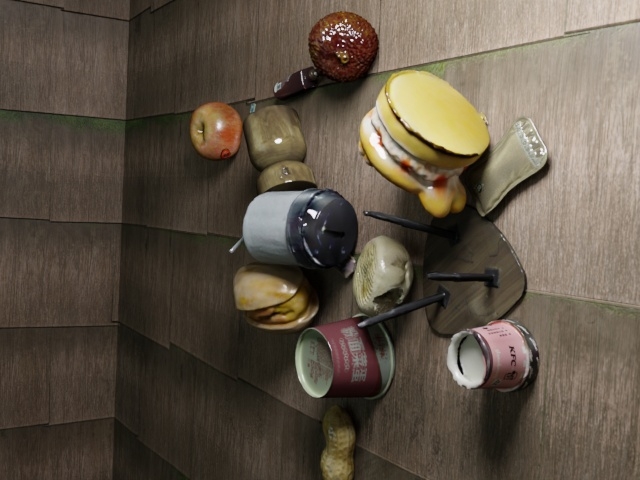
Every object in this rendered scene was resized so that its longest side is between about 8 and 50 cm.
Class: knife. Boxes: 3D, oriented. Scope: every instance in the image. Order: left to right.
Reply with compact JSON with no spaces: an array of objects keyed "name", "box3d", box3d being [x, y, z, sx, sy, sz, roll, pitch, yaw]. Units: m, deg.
[{"name":"knife","box3d":[-0.005,0.000,2.070,0.365,0.043,0.089,43,126,47]}]

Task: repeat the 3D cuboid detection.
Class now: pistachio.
[{"name":"pistachio","box3d":[-0.140,0.161,2.126,0.309,0.230,0.230,7,95,52]}]

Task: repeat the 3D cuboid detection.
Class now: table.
[{"name":"table","box3d":[0.221,0.051,1.545,0.317,0.249,0.317,-2,88,56]}]

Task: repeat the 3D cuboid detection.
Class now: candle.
[{"name":"candle","box3d":[-0.079,-0.035,1.972,0.342,0.221,0.221,4,93,42]}]

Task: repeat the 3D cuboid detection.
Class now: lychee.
[{"name":"lychee","box3d":[0.061,-0.509,1.869,0.194,0.194,0.194,-2,87,56]}]

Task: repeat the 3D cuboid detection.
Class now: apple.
[{"name":"apple","box3d":[-0.365,-0.380,2.512,0.209,0.164,0.209,7,100,45]}]

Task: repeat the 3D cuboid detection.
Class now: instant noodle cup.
[{"name":"instant noodle cup","box3d":[0.055,0.310,1.850,0.235,0.178,0.235,3,93,55]}]

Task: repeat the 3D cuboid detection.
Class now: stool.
[{"name":"stool","box3d":[-0.124,-0.248,2.131,0.179,0.179,0.264,-42,56,48]}]

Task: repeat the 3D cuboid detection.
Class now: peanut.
[{"name":"peanut","box3d":[0.048,0.563,1.931,0.103,0.098,0.229,2,88,29]}]

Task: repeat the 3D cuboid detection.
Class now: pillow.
[{"name":"pillow","box3d":[0.385,-0.154,1.498,0.217,0.033,0.130,-49,48,44]}]

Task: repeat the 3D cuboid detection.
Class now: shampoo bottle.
[{"name":"shampoo bottle","box3d":[-0.057,-0.480,2.142,0.236,0.067,0.068,-8,93,55]}]

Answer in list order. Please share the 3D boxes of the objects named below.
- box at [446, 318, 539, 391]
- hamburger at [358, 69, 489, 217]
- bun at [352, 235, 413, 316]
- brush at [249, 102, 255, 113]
[{"name":"box","box3d":[0.345,0.238,1.460,0.151,0.135,0.151,-7,82,56]},{"name":"hamburger","box3d":[0.230,-0.206,1.551,0.303,0.261,0.186,46,134,18]},{"name":"bun","box3d":[0.159,0.096,1.728,0.193,0.128,0.178,-91,22,-48]},{"name":"brush","box3d":[-0.238,-0.432,2.455,0.016,0.013,0.084,35,120,49]}]
